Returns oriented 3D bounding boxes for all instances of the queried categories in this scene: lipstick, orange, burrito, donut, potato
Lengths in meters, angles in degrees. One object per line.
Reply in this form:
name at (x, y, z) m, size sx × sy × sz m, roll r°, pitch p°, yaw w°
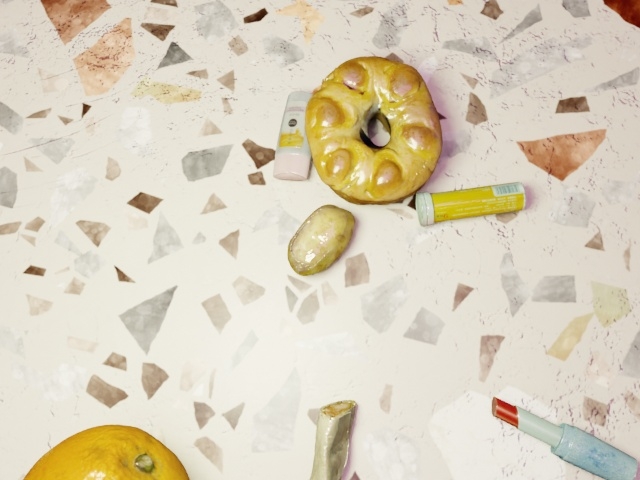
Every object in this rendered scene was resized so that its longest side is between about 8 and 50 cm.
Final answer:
lipstick at (0.450, 0.374, 1.155) m, size 0.273 × 0.061 × 0.068 m, roll 25°, pitch 80°, yaw 10°
orange at (-0.373, 0.478, 1.064) m, size 0.311 × 0.312 × 0.313 m, roll -1°, pitch 75°, yaw 4°
burrito at (0.017, 0.417, 1.173) m, size 0.060 × 0.086 × 0.226 m, roll 1°, pitch 75°, yaw 44°
donut at (0.114, -0.226, 1.297) m, size 0.299 × 0.150 × 0.317 m, roll 27°, pitch 78°, yaw 11°
potato at (0.000, 0.000, 1.281) m, size 0.107 × 0.080 × 0.171 m, roll 33°, pitch 85°, yaw 11°

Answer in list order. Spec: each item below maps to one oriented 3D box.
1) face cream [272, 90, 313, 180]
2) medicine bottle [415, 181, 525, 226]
face cream at (-0.055, -0.231, 1.358) m, size 0.084 × 0.057 × 0.199 m, roll 2°, pitch 74°, yaw 18°
medicine bottle at (0.314, -0.078, 1.284) m, size 0.217 × 0.074 × 0.074 m, roll -7°, pitch 74°, yaw 1°
